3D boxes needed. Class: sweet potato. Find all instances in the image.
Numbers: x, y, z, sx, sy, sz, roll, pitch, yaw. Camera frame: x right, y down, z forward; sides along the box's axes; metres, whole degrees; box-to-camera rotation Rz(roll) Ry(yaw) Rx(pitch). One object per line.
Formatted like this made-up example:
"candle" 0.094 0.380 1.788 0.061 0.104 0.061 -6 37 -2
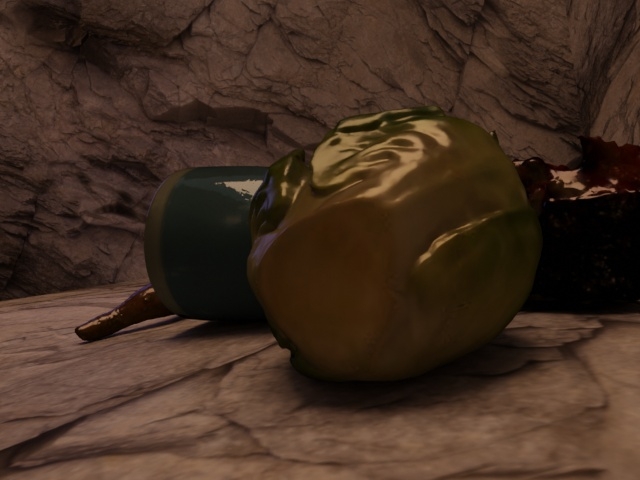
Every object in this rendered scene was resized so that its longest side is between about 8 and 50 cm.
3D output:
"sweet potato" -0.288 0.117 0.898 0.108 0.079 0.346 -40 -12 25

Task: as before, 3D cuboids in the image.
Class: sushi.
"sushi" 0.262 -0.015 0.610 0.196 0.182 0.343 -1 -1 -36

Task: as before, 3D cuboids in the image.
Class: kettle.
"kettle" -0.039 0.018 0.748 0.342 0.247 0.319 0 -22 21

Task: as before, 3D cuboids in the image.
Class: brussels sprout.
"brussels sprout" 0.058 0.000 0.440 0.259 0.227 0.294 -24 2 24
